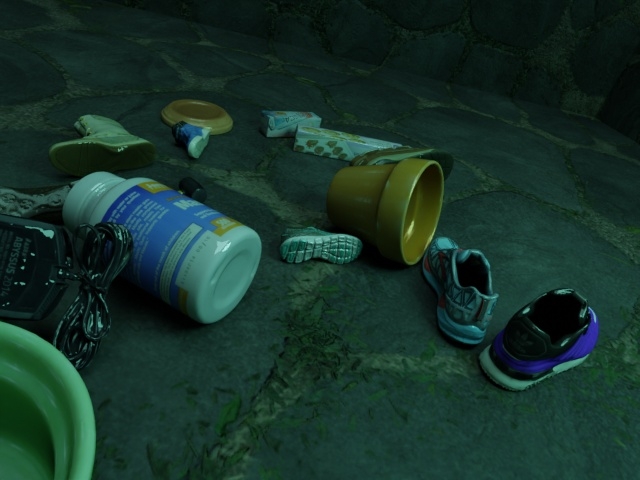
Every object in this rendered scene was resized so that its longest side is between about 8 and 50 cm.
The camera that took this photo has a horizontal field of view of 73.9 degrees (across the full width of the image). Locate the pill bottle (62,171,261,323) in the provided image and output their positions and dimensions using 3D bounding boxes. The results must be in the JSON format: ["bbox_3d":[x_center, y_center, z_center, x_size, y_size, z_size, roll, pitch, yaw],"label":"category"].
[{"bbox_3d":[-0.239,-0.002,0.633,0.272,0.152,0.152,26,35,15],"label":"pill bottle"}]

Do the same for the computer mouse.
[{"bbox_3d":[-0.366,0.034,0.463,0.072,0.189,0.272,-2,-20,44],"label":"computer mouse"}]

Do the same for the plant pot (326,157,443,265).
[{"bbox_3d":[0.123,-0.073,0.863,0.187,0.205,0.205,17,30,31],"label":"plant pot"}]

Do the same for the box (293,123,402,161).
[{"bbox_3d":[0.083,-0.271,1.237,0.323,0.063,0.067,9,35,-9],"label":"box"}]

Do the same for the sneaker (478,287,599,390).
[{"bbox_3d":[0.395,0.136,0.692,0.293,0.146,0.102,-14,43,-36],"label":"sneaker"}]

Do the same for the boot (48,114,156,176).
[{"bbox_3d":[-0.489,-0.208,0.904,0.165,0.077,0.213,35,33,26],"label":"boot"}]

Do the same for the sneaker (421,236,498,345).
[{"bbox_3d":[0.263,0.059,0.770,0.104,0.125,0.262,11,34,-7],"label":"sneaker"}]

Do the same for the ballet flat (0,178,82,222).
[{"bbox_3d":[-0.484,-0.058,0.712,0.249,0.058,0.084,-15,79,-30],"label":"ballet flat"}]

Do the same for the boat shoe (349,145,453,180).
[{"bbox_3d":[0.222,-0.208,1.152,0.324,0.123,0.120,-8,37,-33],"label":"boat shoe"}]

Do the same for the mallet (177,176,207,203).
[{"bbox_3d":[-0.311,-0.076,0.824,0.062,0.039,0.189,32,41,29],"label":"mallet"}]

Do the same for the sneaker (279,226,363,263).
[{"bbox_3d":[0.000,0.000,0.812,0.166,0.065,0.076,4,31,-20],"label":"sneaker"}]

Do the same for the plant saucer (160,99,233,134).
[{"bbox_3d":[-0.350,-0.358,1.214,0.199,0.037,0.200,11,33,-7],"label":"plant saucer"}]

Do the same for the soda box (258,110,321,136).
[{"bbox_3d":[-0.090,-0.352,1.285,0.183,0.063,0.058,-10,41,-33],"label":"soda box"}]

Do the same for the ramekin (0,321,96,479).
[{"bbox_3d":[-0.321,0.210,0.293,0.303,0.148,0.303,11,34,-7],"label":"ramekin"}]

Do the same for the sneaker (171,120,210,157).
[{"bbox_3d":[-0.328,-0.250,1.042,0.084,0.058,0.152,16,29,-10],"label":"sneaker"}]
